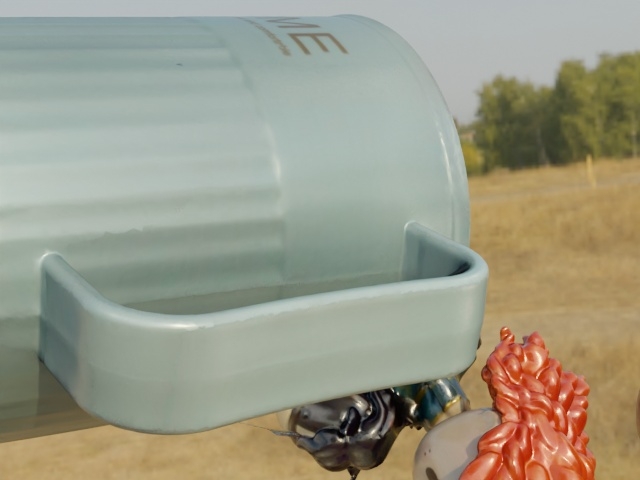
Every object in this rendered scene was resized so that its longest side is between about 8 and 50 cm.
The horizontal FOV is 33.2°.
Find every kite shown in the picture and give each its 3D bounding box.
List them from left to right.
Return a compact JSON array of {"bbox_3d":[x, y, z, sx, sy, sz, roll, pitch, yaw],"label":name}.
[{"bbox_3d":[-0.053,0.210,1.179,0.078,0.002,0.044,9,-1,1],"label":"kite"}]

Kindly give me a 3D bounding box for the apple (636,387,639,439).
[{"bbox_3d":[0.497,0.201,1.162,0.305,0.235,0.306,-23,0,0],"label":"apple"}]

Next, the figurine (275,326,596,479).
[{"bbox_3d":[0.141,0.211,1.252,0.411,0.241,0.306,30,40,24],"label":"figurine"}]

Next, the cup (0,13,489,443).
[{"bbox_3d":[-0.092,0.011,0.663,0.311,0.331,0.257,-6,-39,-34],"label":"cup"}]
